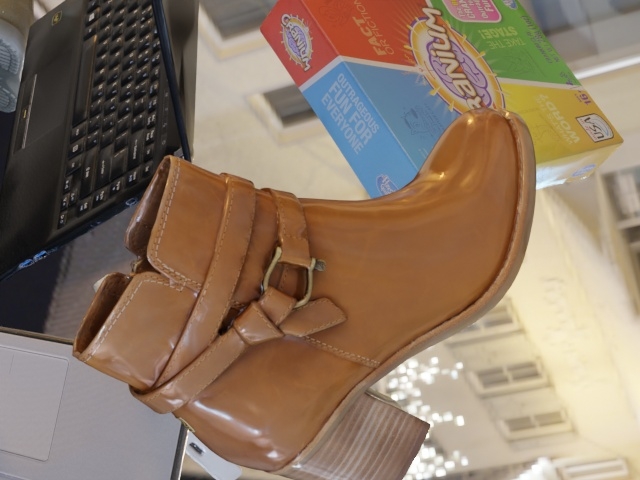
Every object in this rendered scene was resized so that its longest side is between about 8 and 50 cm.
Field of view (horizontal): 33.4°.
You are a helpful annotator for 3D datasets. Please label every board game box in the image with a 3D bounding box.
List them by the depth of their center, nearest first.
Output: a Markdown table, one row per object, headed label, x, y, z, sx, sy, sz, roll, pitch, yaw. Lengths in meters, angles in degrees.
| label | x | y | z | sx | sy | sz | roll | pitch | yaw |
| --- | --- | --- | --- | --- | --- | --- | --- | --- | --- |
| board game box | 0.128 | -0.149 | 1.049 | 0.316 | 0.064 | 0.242 | -16 | -114 | -43 |

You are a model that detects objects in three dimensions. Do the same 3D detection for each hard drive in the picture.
| label | x | y | z | sx | sy | sz | roll | pitch | yaw |
| --- | --- | --- | --- | --- | --- | --- | --- | --- | --- |
| hard drive | -0.229 | 0.201 | 1.578 | 0.203 | 0.040 | 0.307 | 54 | 179 | -43 |

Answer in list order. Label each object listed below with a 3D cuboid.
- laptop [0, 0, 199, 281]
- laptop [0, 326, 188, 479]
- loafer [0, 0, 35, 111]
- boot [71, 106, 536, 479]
| label | x | y | z | sx | sy | sz | roll | pitch | yaw |
| --- | --- | --- | --- | --- | --- | --- | --- | --- | --- |
| laptop | -0.141 | -0.143 | 0.619 | 0.136 | 0.264 | 0.234 | 37 | -142 | -40 |
| laptop | -0.334 | 0.245 | 0.727 | 0.236 | 0.382 | 0.408 | 24 | -106 | -59 |
| loafer | -0.352 | -0.212 | 1.174 | 0.094 | 0.251 | 0.087 | 27 | -109 | -20 |
| boot | 0.000 | 0.000 | 0.450 | 0.152 | 0.073 | 0.197 | 30 | -105 | -21 |
